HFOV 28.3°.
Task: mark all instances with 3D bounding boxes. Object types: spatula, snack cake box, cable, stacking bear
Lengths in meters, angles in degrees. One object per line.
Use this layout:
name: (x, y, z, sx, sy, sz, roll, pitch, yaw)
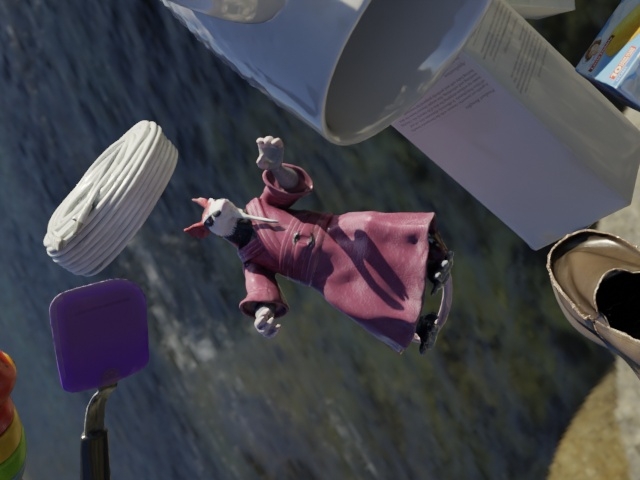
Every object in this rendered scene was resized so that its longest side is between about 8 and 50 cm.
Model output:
spatula: (-0.192, 0.156, 1.102, 0.030, 0.084, 0.296, 48, 142, 38)
snack cake box: (0.418, -0.271, 1.442, 0.089, 0.264, 0.152, 31, -171, -16)
cable: (-0.312, -0.064, 1.906, 0.089, 0.257, 0.257, 40, 166, -16)
stacking bear: (-0.455, 0.247, 1.651, 0.175, 0.164, 0.289, 48, 143, 39)

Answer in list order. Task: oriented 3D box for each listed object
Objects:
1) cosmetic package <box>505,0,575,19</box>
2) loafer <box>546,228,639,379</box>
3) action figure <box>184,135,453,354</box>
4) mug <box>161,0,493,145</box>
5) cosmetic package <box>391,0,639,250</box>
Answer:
cosmetic package: (0.217, -0.494, 1.931, 0.097, 0.377, 0.284, -4, 89, 58)
loafer: (0.383, 0.067, 1.546, 0.130, 0.133, 0.366, 58, 177, -31)
action figure: (0.000, 0.000, 1.705, 0.370, 0.248, 0.275, 19, -171, 14)
mug: (-0.055, -0.275, 1.104, 0.328, 0.374, 0.276, 39, 125, 17)
cosmetic package: (0.262, -0.172, 1.792, 0.365, 0.155, 0.197, 39, 140, -21)
